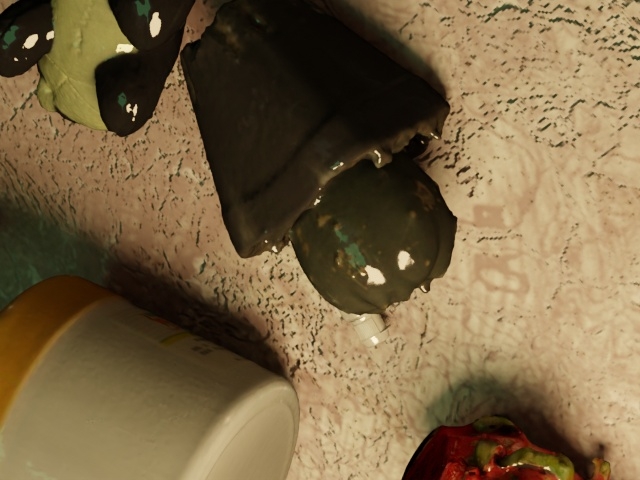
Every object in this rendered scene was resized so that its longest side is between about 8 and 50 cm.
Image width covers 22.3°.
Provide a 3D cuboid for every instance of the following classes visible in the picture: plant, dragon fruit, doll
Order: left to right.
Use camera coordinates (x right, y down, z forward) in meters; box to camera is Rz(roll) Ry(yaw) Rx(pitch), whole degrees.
[{"bbox_3d":[-0.164,-0.173,1.255,0.143,0.135,0.234,32,133,8],"label":"doll"},{"bbox_3d":[0.004,-0.065,1.199,0.164,0.142,0.256,-36,81,41],"label":"plant"},{"bbox_3d":[0.155,0.219,1.257,0.172,0.166,0.160,31,148,-11],"label":"dragon fruit"}]

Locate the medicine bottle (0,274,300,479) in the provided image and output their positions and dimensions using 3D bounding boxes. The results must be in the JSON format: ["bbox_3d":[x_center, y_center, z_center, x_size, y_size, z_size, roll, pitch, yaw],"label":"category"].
[{"bbox_3d":[-0.169,0.178,1.384,0.232,0.238,0.238,24,126,19],"label":"medicine bottle"}]

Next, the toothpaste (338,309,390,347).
[{"bbox_3d":[0.000,0.000,1.309,0.048,0.031,0.190,-26,96,43],"label":"toothpaste"}]
